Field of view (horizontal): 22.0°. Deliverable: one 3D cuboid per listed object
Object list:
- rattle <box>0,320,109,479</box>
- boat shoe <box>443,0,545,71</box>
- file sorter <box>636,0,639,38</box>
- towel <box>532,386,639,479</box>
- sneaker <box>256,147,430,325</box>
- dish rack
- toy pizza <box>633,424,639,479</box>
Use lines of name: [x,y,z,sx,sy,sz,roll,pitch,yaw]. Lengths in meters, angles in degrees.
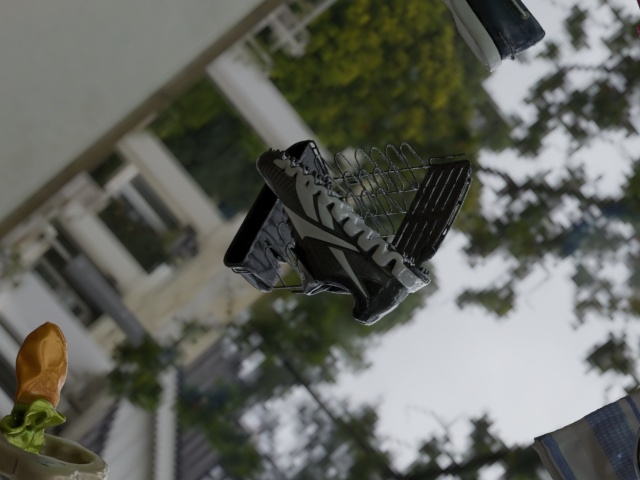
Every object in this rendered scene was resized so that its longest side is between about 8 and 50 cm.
rattle: [-0.231,0.174,1.510,0.143,0.130,0.200,-57,-162,-4]
boat shoe: [0.148,-0.300,1.738,0.079,0.254,0.095,-28,159,-1]
file sorter: [0.480,-0.327,1.736,0.291,0.182,0.202,-26,-156,-4]
towel: [0.463,0.301,2.289,0.285,0.209,0.034,-26,152,0]
sneaker: [0.000,0.000,1.747,0.106,0.234,0.078,-48,162,4]
dish rack: [0.039,-0.032,1.913,0.271,0.074,0.208,-6,-135,40]
toy pizza: [0.443,0.228,1.802,0.201,0.201,0.032,-38,-156,15]
